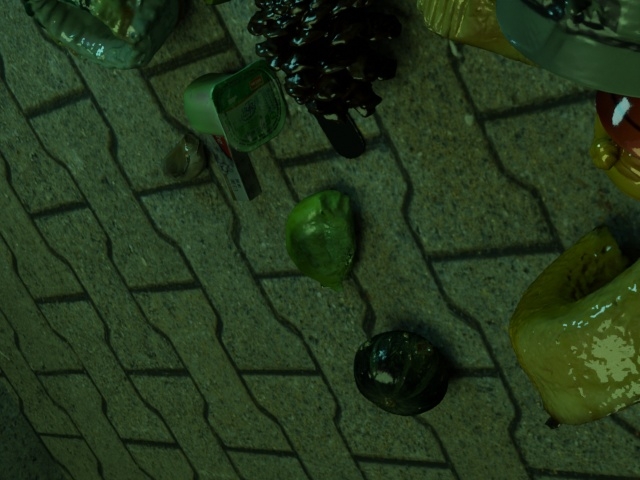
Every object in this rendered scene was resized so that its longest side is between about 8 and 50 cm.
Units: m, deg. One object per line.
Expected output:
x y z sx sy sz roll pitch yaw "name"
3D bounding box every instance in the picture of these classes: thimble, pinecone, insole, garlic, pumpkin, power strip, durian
-0.391 -0.436 1.989 0.288 0.167 0.254 17 158 31 "thimble"
0.016 -0.321 1.717 0.244 0.244 0.309 15 147 36 "pinecone"
-0.015 -0.283 1.940 0.109 0.007 0.322 -15 112 51 "insole"
-0.278 -0.160 2.263 0.152 0.066 0.084 -38 65 49 "garlic"
0.156 0.257 2.127 0.190 0.146 0.190 7 153 3 "pumpkin"
0.367 -0.308 1.261 0.357 0.357 0.161 27 136 25 "power strip"
0.000 0.000 2.093 0.139 0.101 0.250 32 140 19 "durian"

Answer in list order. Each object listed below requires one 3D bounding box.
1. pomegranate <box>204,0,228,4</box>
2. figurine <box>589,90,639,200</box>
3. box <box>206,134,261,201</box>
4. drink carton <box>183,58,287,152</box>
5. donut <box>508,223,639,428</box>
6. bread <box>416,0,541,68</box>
-0.159 -0.491 1.794 0.190 0.159 0.241 59 170 -1 "pomegranate"
0.474 -0.138 1.334 0.323 0.320 0.196 6 127 16 "figurine"
-0.181 -0.179 2.164 0.055 0.039 0.218 7 127 42 "box"
-0.166 -0.246 2.019 0.142 0.146 0.144 11 129 49 "drink carton"
0.441 0.077 1.525 0.163 0.377 0.435 53 137 -6 "donut"
0.255 -0.339 1.492 0.250 0.179 0.133 29 134 23 "bread"
